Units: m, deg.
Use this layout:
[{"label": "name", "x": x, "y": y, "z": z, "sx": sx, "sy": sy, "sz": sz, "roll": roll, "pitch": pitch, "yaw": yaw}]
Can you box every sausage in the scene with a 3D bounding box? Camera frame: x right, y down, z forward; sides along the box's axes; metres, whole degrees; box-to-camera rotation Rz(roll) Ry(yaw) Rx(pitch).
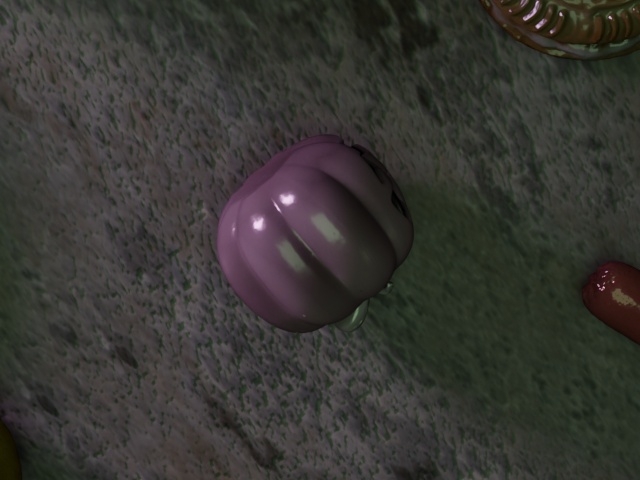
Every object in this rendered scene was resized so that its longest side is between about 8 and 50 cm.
[{"label": "sausage", "x": 0.320, "y": 0.075, "z": 1.334, "sx": 0.154, "sy": 0.062, "sz": 0.062, "roll": 31, "pitch": 99, "yaw": -7}]

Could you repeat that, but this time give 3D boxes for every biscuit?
[{"label": "biscuit", "x": 0.240, "y": -0.287, "z": 1.246, "sx": 0.259, "sy": 0.079, "sz": 0.259, "roll": 0, "pitch": 102, "yaw": -1}]

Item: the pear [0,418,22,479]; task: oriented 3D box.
[{"label": "pear", "x": -0.359, "y": 0.210, "z": 1.306, "sx": 0.149, "sy": 0.149, "sz": 0.162, "roll": -44, "pitch": 110, "yaw": 7}]

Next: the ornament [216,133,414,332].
[{"label": "ornament", "x": 0.000, "y": 0.000, "z": 1.256, "sx": 0.178, "sy": 0.177, "sz": 0.177, "roll": 0, "pitch": 102, "yaw": -1}]
